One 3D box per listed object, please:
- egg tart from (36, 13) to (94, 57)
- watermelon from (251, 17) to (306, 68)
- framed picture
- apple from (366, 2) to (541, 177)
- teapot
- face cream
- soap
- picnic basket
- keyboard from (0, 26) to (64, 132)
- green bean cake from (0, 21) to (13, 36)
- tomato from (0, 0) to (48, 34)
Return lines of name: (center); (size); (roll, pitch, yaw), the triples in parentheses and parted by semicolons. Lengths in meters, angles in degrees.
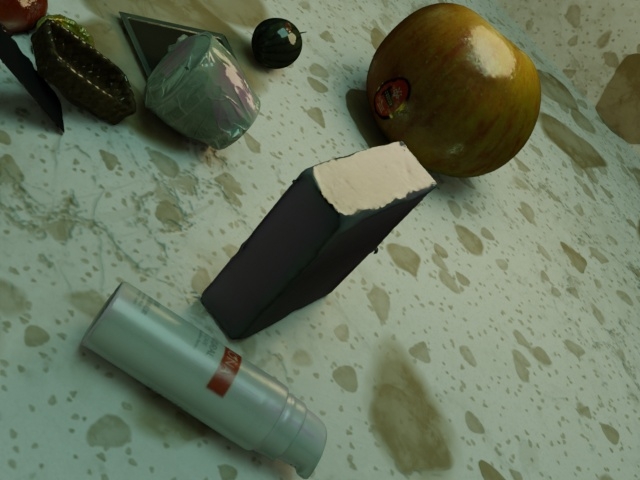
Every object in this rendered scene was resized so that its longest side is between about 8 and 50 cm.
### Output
egg tart: (-0.423, -0.329, 1.441); (0.105, 0.039, 0.105); (28, 38, -24)
watermelon: (-0.081, -0.412, 1.818); (0.133, 0.105, 0.105); (-28, 74, -32)
framed picture: (-0.246, -0.338, 1.657); (0.252, 0.014, 0.197); (1, 54, -46)
apple: (0.303, -0.339, 1.947); (0.400, 0.333, 0.400); (27, 39, -25)
teapot: (-0.205, -0.248, 1.516); (0.178, 0.163, 0.221); (43, -9, -29)
face cream: (-0.139, 0.186, 1.142); (0.345, 0.102, 0.102); (35, 35, -13)
soap: (0.000, 0.000, 1.314); (0.107, 0.296, 0.285); (49, 32, 11)
picnic basket: (-0.370, -0.258, 1.365); (0.193, 0.054, 0.110); (37, 27, -56)
keyboard: (-0.426, -0.236, 1.270); (0.196, 0.015, 0.074); (60, 14, -56)
green bean cake: (-0.559, -0.269, 1.186); (0.198, 0.097, 0.233); (33, 35, -17)
tomato: (-0.517, -0.415, 1.397); (0.174, 0.082, 0.166); (-19, 68, -51)
